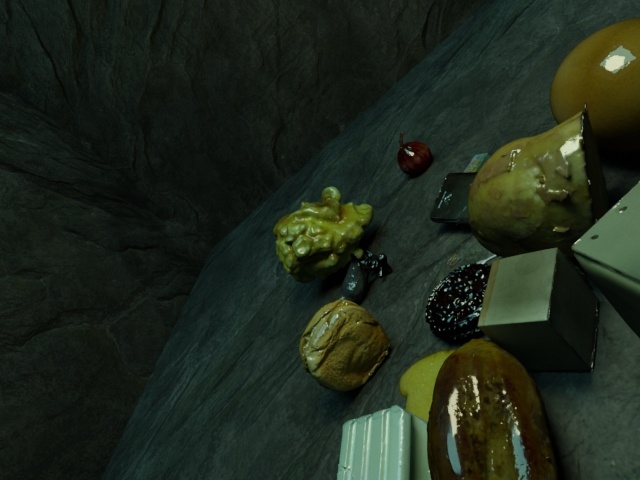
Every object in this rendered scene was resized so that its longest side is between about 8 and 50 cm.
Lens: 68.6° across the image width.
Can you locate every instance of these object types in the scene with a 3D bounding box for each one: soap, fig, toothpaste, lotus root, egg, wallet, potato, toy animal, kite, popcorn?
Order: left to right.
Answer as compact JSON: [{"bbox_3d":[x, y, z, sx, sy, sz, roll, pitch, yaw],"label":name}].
[{"bbox_3d":[0.007,-0.003,1.579,0.335,0.274,0.279,-17,-38,-35],"label":"popcorn"},{"bbox_3d":[0.102,0.117,1.371,0.210,0.117,0.121,-50,27,-12],"label":"toy animal"},{"bbox_3d":[0.103,0.433,0.766,0.172,0.095,0.290,-39,29,42],"label":"soap"},{"bbox_3d":[0.331,-0.300,1.665,0.128,0.150,0.129,-10,59,17],"label":"fig"},{"bbox_3d":[0.345,0.038,1.184,0.078,0.002,0.044,-51,20,-8],"label":"kite"},{"bbox_3d":[0.426,-0.163,1.327,0.193,0.044,0.070,-53,21,-14],"label":"toothpaste"},{"bbox_3d":[0.246,0.289,0.698,0.193,0.193,0.291,-33,34,34],"label":"lotus root"},{"bbox_3d":[0.420,-0.110,1.184,0.317,0.045,0.173,8,61,55],"label":"wallet"},{"bbox_3d":[0.391,-0.079,0.880,0.237,0.289,0.301,-9,24,35],"label":"potato"},{"bbox_3d":[0.600,-0.303,0.936,0.250,0.250,0.322,-45,14,7],"label":"egg"}]

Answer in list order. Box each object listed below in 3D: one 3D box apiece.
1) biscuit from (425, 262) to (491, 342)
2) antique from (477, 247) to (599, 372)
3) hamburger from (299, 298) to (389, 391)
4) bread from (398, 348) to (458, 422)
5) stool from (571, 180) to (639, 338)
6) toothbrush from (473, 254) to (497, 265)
[{"bbox_3d":[0.308,0.132,1.010,0.194,0.053,0.195,-40,22,20],"label":"biscuit"},{"bbox_3d":[0.360,0.121,0.786,0.147,0.152,0.147,-19,36,48],"label":"antique"},{"bbox_3d":[0.052,0.251,1.106,0.214,0.213,0.108,-49,22,-5],"label":"hamburger"},{"bbox_3d":[0.232,0.286,0.877,0.187,0.065,0.150,-37,32,33],"label":"bread"},{"bbox_3d":[0.500,0.020,0.550,0.270,0.243,0.170,-46,20,4],"label":"stool"},{"bbox_3d":[0.441,0.004,1.026,0.257,0.024,0.018,-37,43,26],"label":"toothbrush"}]
